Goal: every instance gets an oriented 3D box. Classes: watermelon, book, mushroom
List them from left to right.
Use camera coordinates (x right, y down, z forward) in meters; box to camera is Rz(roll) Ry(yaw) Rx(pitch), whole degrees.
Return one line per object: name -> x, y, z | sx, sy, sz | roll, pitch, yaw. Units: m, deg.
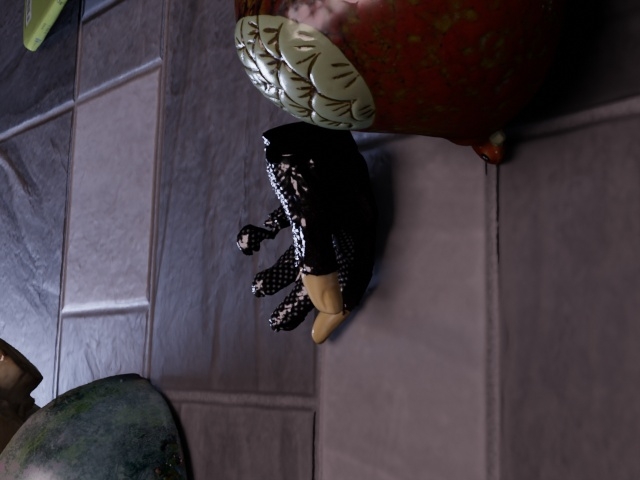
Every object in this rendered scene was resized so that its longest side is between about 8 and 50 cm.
mushroom -> -0.394, 0.240, 1.079 | 0.195, 0.189, 0.253 | -51, 10, -8
book -> -0.352, -0.421, 1.214 | 0.352, 0.035, 0.239 | -14, 72, 60
watermelon -> -0.253, 0.309, 0.906 | 0.188, 0.175, 0.322 | 14, 95, 50

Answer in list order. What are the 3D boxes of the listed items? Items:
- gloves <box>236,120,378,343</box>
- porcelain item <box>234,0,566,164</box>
gloves -> 0.001, -0.001, 0.751 | 0.129, 0.106, 0.181 | 20, 127, 50
porcelain item -> 0.067, -0.150, 0.630 | 0.253, 0.253, 0.253 | -12, 74, 47
